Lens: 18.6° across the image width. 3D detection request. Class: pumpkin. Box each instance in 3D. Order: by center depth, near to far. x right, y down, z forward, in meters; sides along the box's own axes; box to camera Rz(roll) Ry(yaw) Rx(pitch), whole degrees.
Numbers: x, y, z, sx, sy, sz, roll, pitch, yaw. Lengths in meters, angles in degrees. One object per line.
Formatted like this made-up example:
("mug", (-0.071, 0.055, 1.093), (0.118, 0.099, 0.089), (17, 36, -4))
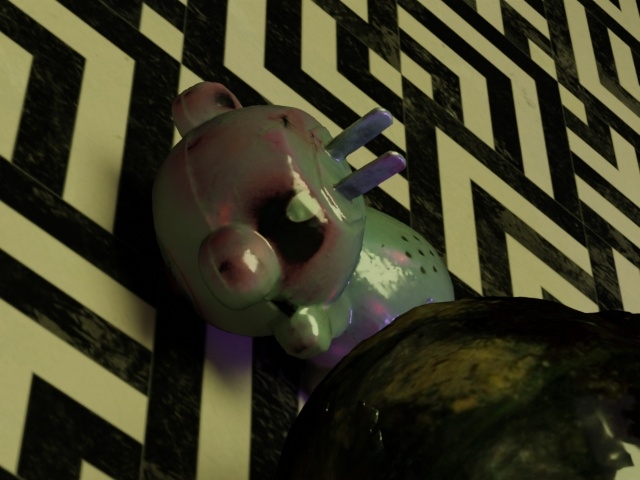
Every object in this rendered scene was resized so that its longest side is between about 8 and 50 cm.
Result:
("pumpkin", (0.149, 0.255, 1.418), (0.344, 0.454, 0.454), (-17, 66, -27))

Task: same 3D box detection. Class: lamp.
("lamp", (0.000, 0.000, 1.711), (0.301, 0.247, 0.247), (38, 31, -39))
